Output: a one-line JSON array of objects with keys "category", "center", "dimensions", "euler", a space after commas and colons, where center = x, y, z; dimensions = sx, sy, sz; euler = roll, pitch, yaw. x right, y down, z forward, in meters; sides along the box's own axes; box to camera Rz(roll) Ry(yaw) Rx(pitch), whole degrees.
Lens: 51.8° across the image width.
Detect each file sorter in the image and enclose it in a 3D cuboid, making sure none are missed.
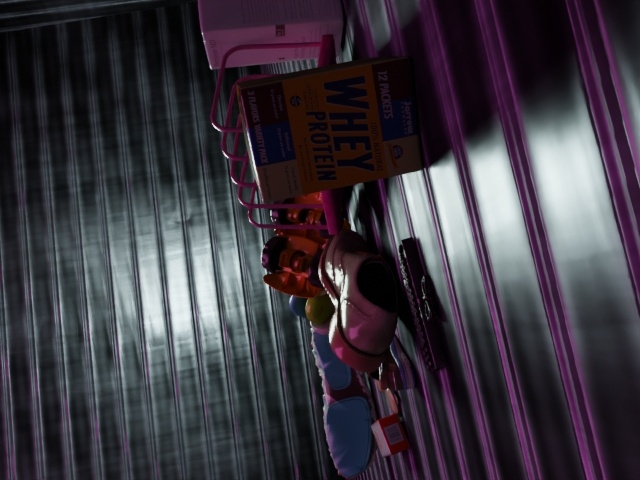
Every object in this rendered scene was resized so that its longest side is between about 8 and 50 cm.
[{"category": "file sorter", "center": [-0.060, -0.172, 1.139], "dimensions": [0.290, 0.182, 0.202], "euler": [78, -165, -57]}]

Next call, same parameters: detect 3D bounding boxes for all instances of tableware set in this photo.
[{"category": "tableware set", "center": [0.126, 0.268, 1.335], "dimensions": [0.168, 0.020, 0.141], "euler": [-135, 28, -71]}]

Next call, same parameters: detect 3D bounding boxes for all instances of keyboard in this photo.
[{"category": "keyboard", "center": [0.136, 0.087, 0.899], "dimensions": [0.108, 0.023, 0.180], "euler": [98, 160, -72]}]

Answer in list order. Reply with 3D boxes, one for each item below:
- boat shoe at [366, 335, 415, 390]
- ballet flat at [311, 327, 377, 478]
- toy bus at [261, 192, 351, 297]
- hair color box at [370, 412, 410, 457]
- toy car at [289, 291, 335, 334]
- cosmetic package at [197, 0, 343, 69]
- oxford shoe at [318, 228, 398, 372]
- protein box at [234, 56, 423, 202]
[{"category": "boat shoe", "center": [0.110, 0.209, 1.156], "dimensions": [0.183, 0.066, 0.066], "euler": [-131, 31, -79]}, {"category": "ballet flat", "center": [0.079, 0.386, 1.684], "dimensions": [0.147, 0.147, 0.408], "euler": [104, 157, -77]}, {"category": "toy bus", "center": [0.000, 0.000, 1.393], "dimensions": [0.211, 0.149, 0.220], "euler": [-1, -76, -58]}, {"category": "hair color box", "center": [0.138, 0.392, 1.321], "dimensions": [0.141, 0.043, 0.072], "euler": [96, 154, -70]}, {"category": "toy car", "center": [-0.005, 0.121, 1.556], "dimensions": [0.182, 0.136, 0.159], "euler": [-50, -42, -46]}, {"category": "cosmetic package", "center": [-0.083, -0.361, 1.110], "dimensions": [0.117, 0.231, 0.085], "euler": [95, 165, -73]}, {"category": "oxford shoe", "center": [0.081, 0.066, 1.135], "dimensions": [0.130, 0.123, 0.348], "euler": [-61, 21, 28]}, {"category": "protein box", "center": [0.002, -0.151, 0.850], "dimensions": [0.201, 0.200, 0.136], "euler": [-121, 19, -73]}]
